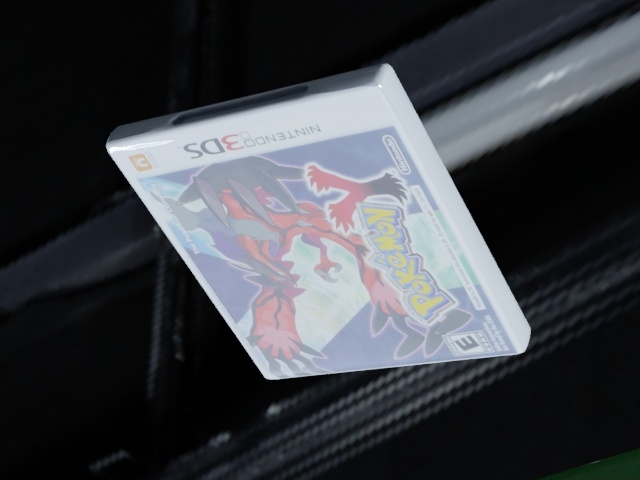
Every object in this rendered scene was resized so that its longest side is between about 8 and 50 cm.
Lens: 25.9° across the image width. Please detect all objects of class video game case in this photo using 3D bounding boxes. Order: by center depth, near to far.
[{"bbox_3d":[0.000,0.000,0.797,0.184,0.201,0.023,-9,-141,31],"label":"video game case"}]

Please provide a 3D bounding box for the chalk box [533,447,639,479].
[{"bbox_3d":[0.013,0.188,0.334,0.289,0.179,0.180,-23,-167,28],"label":"chalk box"}]
